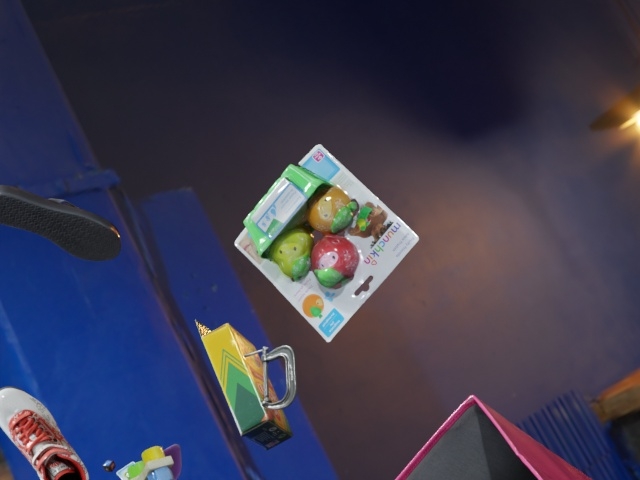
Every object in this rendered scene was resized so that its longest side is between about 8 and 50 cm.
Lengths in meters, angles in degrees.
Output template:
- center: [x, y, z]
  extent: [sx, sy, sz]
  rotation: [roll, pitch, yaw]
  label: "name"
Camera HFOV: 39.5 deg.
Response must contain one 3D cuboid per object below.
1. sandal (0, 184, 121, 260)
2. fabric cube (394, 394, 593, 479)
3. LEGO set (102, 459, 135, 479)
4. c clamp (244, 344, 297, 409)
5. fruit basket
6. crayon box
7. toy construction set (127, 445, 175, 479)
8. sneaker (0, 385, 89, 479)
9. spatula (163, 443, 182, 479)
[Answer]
- center: [-0.469, -0.041, 1.594]
  extent: [0.254, 0.054, 0.097]
  rotation: [27, -57, -27]
  label: "sandal"
- center: [0.217, 0.379, 0.969]
  extent: [0.254, 0.258, 0.259]
  rotation: [-50, 23, 7]
  label: "fabric cube"
- center: [-0.478, 0.612, 2.085]
  extent: [0.182, 0.244, 0.060]
  rotation: [-31, -53, -27]
  label: "LEGO set"
- center: [-0.101, 0.293, 1.907]
  extent: [0.137, 0.160, 0.022]
  rotation: [-29, -38, 27]
  label: "c clamp"
- center: [0.000, 0.000, 2.069]
  extent: [0.327, 0.353, 0.165]
  rotation: [-49, -28, 12]
  label: "fruit basket"
- center: [-0.186, 0.336, 2.172]
  extent: [0.081, 0.318, 0.202]
  rotation: [-29, -27, 3]
  label: "crayon box"
- center: [-0.272, 0.418, 1.235]
  extent: [0.215, 0.151, 0.327]
  rotation: [-23, -42, -12]
  label: "toy construction set"
- center: [-0.545, 0.395, 1.745]
  extent: [0.090, 0.270, 0.145]
  rotation: [-37, 3, -21]
  label: "sneaker"
- center: [-0.371, 0.422, 1.497]
  extent: [0.297, 0.030, 0.084]
  rotation: [-13, -60, -22]
  label: "spatula"
